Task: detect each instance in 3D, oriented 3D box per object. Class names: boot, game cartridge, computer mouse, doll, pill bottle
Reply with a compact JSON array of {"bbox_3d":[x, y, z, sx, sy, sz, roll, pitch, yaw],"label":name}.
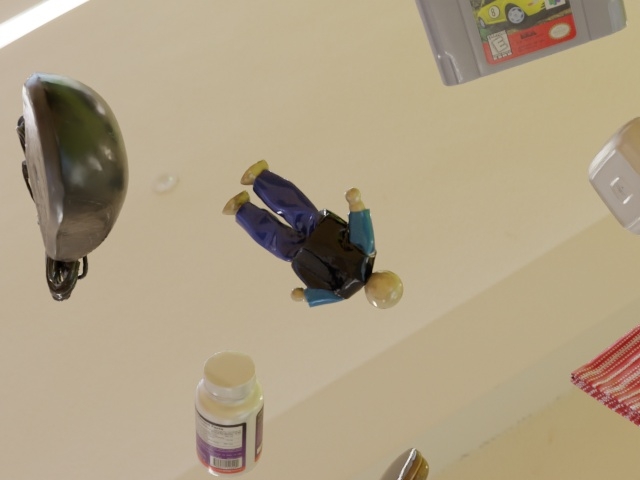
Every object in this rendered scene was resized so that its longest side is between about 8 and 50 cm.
[{"bbox_3d":[0.113,0.449,1.306,0.115,0.305,0.112,24,-158,4],"label":"boot"},{"bbox_3d":[0.298,-0.364,1.298,0.294,0.196,0.060,-17,-150,15],"label":"game cartridge"},{"bbox_3d":[-0.211,-0.061,0.739,0.072,0.272,0.188,-10,-99,-21],"label":"computer mouse"},{"bbox_3d":[0.000,0.000,0.821,0.189,0.046,0.129,38,-69,10],"label":"doll"},{"bbox_3d":[-0.142,0.269,1.344,0.108,0.193,0.108,3,-144,-2],"label":"pill bottle"}]

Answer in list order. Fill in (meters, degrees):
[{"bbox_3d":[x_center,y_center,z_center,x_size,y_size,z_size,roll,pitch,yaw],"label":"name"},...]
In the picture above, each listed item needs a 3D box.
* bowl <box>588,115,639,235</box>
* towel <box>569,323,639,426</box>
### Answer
[{"bbox_3d":[0.418,-0.079,1.145,0.053,0.142,0.142,-24,-108,-18],"label":"bowl"},{"bbox_3d":[0.522,0.200,1.279,0.199,0.031,0.275,-34,-159,-10],"label":"towel"}]
